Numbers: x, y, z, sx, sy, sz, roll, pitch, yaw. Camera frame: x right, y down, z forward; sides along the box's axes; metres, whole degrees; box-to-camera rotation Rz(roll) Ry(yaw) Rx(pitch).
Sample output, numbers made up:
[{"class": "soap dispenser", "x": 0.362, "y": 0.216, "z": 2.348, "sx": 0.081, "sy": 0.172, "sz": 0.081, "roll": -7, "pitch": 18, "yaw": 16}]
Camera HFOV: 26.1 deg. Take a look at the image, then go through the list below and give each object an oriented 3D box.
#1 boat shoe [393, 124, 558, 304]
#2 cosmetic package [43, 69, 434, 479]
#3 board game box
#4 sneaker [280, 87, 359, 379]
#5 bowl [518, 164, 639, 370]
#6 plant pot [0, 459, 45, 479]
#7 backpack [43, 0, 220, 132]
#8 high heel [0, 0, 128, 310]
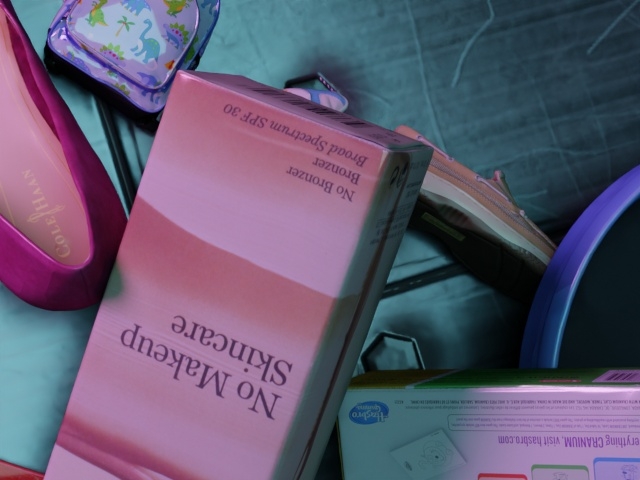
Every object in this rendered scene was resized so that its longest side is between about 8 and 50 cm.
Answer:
[{"class": "boat shoe", "x": 0.126, "y": -0.022, "z": 1.046, "sx": 0.190, "sy": 0.068, "sz": 0.072, "roll": 36, "pitch": 61, "yaw": -9}, {"class": "cosmetic package", "x": -0.054, "y": 0.054, "z": 0.886, "sx": 0.153, "sy": 0.129, "sz": 0.296, "roll": 21, "pitch": 101, "yaw": 14}, {"class": "board game box", "x": 0.140, "y": 0.245, "z": 0.920, "sx": 0.242, "sy": 0.064, "sz": 0.316, "roll": -3, "pitch": 94, "yaw": 29}, {"class": "sneaker", "x": 0.000, "y": 0.000, "z": 0.998, "sx": 0.092, "sy": 0.087, "sz": 0.228, "roll": -13, "pitch": 89, "yaw": -18}, {"class": "bowl", "x": 0.323, "y": 0.108, "z": 1.039, "sx": 0.391, "sy": 0.077, "sz": 0.391, "roll": -1, "pitch": 93, "yaw": -21}, {"class": "plant pot", "x": -0.162, "y": 0.304, "z": 0.845, "sx": 0.267, "sy": 0.267, "sz": 0.235, "roll": 21, "pitch": 92, "yaw": -11}, {"class": "backpack", "x": -0.128, "y": -0.156, "z": 0.984, "sx": 0.105, "sy": 0.084, "sz": 0.114, "roll": 33, "pitch": 74, "yaw": -11}, {"class": "high heel", "x": -0.238, "y": -0.125, "z": 0.902, "sx": 0.127, "sy": 0.181, "sz": 0.377, "roll": -35, "pitch": 93, "yaw": -15}]
